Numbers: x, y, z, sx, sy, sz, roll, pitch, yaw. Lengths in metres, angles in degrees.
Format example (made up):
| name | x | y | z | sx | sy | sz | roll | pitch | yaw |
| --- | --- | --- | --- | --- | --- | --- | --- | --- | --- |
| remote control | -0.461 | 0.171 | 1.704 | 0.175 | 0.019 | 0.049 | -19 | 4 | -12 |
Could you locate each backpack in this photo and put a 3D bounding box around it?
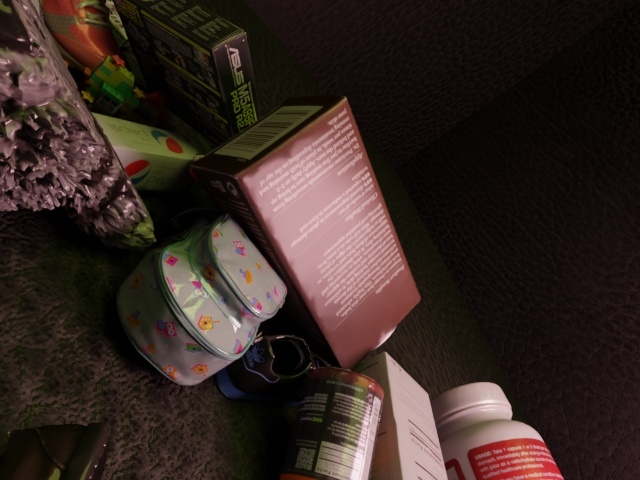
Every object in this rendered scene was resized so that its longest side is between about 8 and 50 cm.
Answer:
| name | x | y | z | sx | sy | sz | roll | pitch | yaw |
| --- | --- | --- | --- | --- | --- | --- | --- | --- | --- |
| backpack | -0.135 | 0.065 | 0.534 | 0.165 | 0.145 | 0.188 | 56 | 23 | -13 |

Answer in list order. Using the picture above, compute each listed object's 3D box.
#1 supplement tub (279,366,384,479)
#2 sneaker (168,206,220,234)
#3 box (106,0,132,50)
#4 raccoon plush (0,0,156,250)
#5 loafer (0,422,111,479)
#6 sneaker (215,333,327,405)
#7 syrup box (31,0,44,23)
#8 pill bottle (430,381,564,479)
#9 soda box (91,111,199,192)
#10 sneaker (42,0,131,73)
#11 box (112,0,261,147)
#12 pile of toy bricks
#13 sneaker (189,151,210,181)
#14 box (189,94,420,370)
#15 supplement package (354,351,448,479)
| name | x | y | z | sx | sy | sz | roll | pitch | yaw |
| --- | --- | --- | --- | --- | --- | --- | --- | --- | --- |
| supplement tub | 0.010 | 0.262 | 0.541 | 0.106 | 0.106 | 0.197 | 43 | 49 | -32 |
| sneaker | -0.145 | 0.014 | 0.695 | 0.188 | 0.067 | 0.078 | 37 | 34 | -32 |
| box | -0.394 | -0.446 | 0.914 | 0.114 | 0.036 | 0.207 | 49 | 20 | -15 |
| raccoon plush | -0.325 | -0.050 | 0.334 | 0.216 | 0.299 | 0.446 | 51 | -19 | 37 |
| loafer | -0.203 | 0.208 | 0.264 | 0.079 | 0.080 | 0.220 | 16 | 30 | -8 |
| sneaker | -0.038 | 0.181 | 0.641 | 0.232 | 0.091 | 0.081 | 22 | 38 | -57 |
| syrup box | -0.387 | -0.276 | 0.519 | 0.096 | 0.093 | 0.236 | 96 | -26 | -59 |
| pill bottle | 0.335 | 0.482 | 0.812 | 0.229 | 0.229 | 0.407 | 39 | 25 | -38 |
| soda box | -0.257 | -0.118 | 0.633 | 0.074 | 0.069 | 0.216 | 46 | 17 | 12 |
| sneaker | -0.384 | -0.386 | 0.690 | 0.313 | 0.136 | 0.116 | 55 | 20 | -2 |
| box | -0.210 | -0.275 | 0.727 | 0.270 | 0.060 | 0.216 | 38 | -26 | 25 |
| pile of toy bricks | -0.307 | -0.216 | 0.638 | 0.212 | 0.105 | 0.118 | 36 | 27 | -43 |
| sneaker | -0.127 | -0.045 | 0.755 | 0.107 | 0.118 | 0.279 | 38 | -1 | 32 |
| box | 0.000 | 0.000 | 0.676 | 0.143 | 0.191 | 0.381 | 20 | -37 | 50 |
| supplement package | 0.087 | 0.313 | 0.647 | 0.134 | 0.139 | 0.244 | 47 | 23 | -24 |
